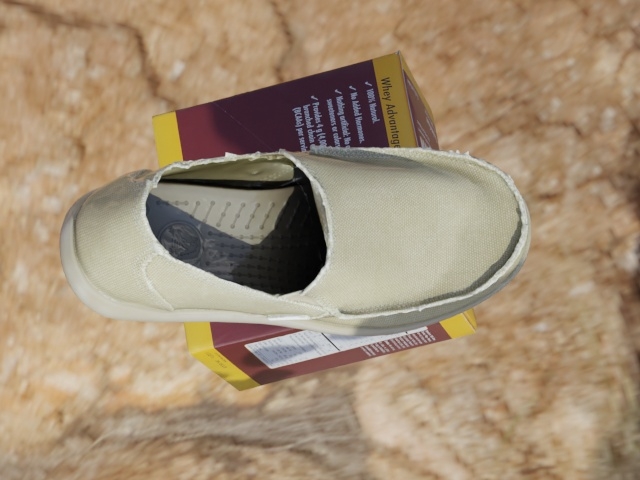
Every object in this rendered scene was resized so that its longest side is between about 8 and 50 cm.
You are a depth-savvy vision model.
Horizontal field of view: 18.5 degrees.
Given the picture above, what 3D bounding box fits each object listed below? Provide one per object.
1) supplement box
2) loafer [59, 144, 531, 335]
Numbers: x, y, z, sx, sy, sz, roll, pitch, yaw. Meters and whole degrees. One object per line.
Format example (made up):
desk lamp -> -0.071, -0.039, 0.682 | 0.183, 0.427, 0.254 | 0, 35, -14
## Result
supplement box -> -0.003, -0.012, 1.470 | 0.194, 0.129, 0.191 | -14, 71, 10
loafer -> 0.000, 0.000, 1.047 | 0.269, 0.092, 0.101 | -5, 82, -21
